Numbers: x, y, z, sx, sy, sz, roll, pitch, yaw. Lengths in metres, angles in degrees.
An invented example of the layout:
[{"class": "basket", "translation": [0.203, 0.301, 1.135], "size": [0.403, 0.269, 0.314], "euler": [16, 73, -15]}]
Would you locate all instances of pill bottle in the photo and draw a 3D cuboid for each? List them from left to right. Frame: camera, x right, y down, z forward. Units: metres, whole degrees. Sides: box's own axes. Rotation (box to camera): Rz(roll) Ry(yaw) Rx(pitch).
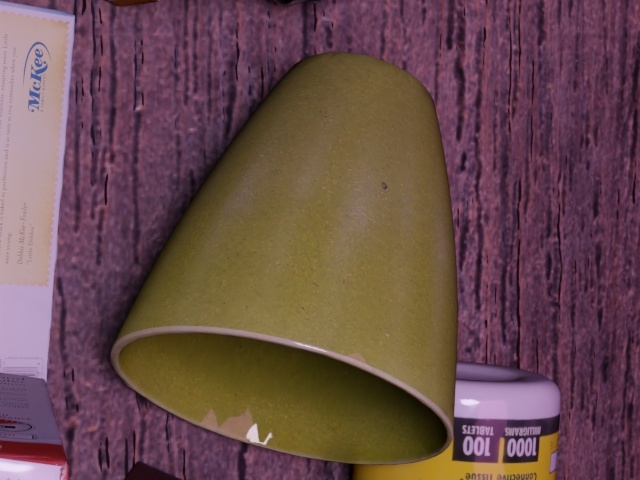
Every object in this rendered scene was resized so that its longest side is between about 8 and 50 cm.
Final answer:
[{"class": "pill bottle", "translation": [0.118, 0.286, 1.170], "size": [0.188, 0.188, 0.333], "euler": [3, 92, -35]}]

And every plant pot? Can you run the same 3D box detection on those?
[{"class": "plant pot", "translation": [0.000, 0.000, 1.049], "size": [0.275, 0.275, 0.293], "euler": [31, 60, -32]}]

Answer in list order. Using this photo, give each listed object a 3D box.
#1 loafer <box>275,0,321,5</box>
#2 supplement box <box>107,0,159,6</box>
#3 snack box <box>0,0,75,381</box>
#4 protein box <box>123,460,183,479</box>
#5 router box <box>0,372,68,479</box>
[{"class": "loafer", "translation": [-0.042, -0.240, 1.068], "size": [0.268, 0.096, 0.084], "euler": [2, 117, -58]}, {"class": "supplement box", "translation": [-0.225, -0.253, 0.963], "size": [0.233, 0.080, 0.078], "euler": [16, 86, -38]}, {"class": "snack box", "translation": [-0.292, -0.023, 0.941], "size": [0.187, 0.060, 0.321], "euler": [5, 91, -33]}, {"class": "protein box", "translation": [-0.076, 0.306, 1.028], "size": [0.200, 0.201, 0.136], "euler": [46, 69, -28]}, {"class": "router box", "translation": [-0.327, 0.115, 0.725], "size": [0.336, 0.301, 0.082], "euler": [10, 89, -15]}]
